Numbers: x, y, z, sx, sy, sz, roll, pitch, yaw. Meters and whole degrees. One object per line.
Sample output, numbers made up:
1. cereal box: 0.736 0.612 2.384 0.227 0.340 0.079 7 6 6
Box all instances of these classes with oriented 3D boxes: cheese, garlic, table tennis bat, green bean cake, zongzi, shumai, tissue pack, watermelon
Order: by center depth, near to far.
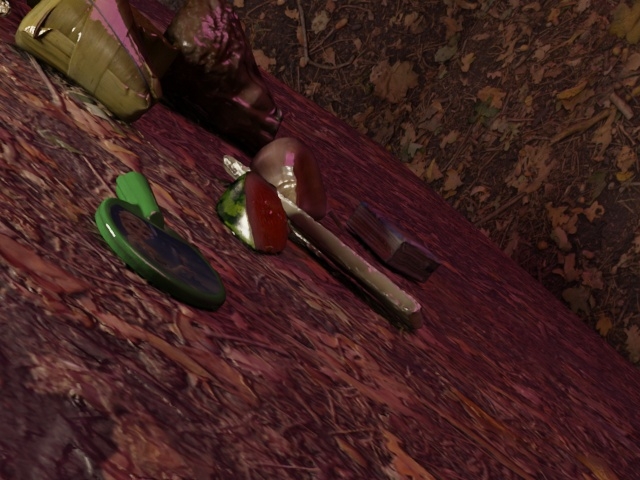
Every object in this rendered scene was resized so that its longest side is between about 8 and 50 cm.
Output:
1. table tennis bat: -0.177 -0.008 1.345 0.160 0.039 0.257 33 12 -31
2. watermelon: -0.085 -0.035 1.769 0.119 0.063 0.245 49 9 1
3. cheese: 0.001 -0.002 1.903 0.400 0.034 0.085 38 -10 23
4. zongzi: -0.300 -0.322 1.908 0.228 0.256 0.115 37 -34 -7
5. green bean cake: -0.372 -0.351 2.089 0.233 0.124 0.236 31 10 -31
6. garlic: -0.035 -0.095 2.145 0.129 0.148 0.267 -1 -5 28
7. tissue pack: 0.132 0.005 2.301 0.116 0.065 0.155 30 9 -41
8. shumai: -0.169 -0.322 2.393 0.283 0.217 0.346 34 6 -4

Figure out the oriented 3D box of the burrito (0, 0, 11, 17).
1. burrito: -0.514 -0.381 1.977 0.055 0.041 0.149 33 6 -25
